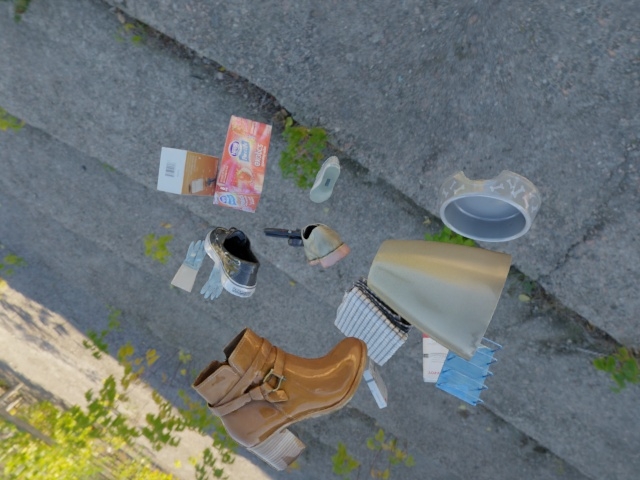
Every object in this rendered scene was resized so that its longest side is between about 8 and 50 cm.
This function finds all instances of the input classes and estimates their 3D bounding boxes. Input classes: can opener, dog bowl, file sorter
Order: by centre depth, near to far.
[{"bbox_3d":[0.418,0.354,1.146,0.118,0.170,0.104,24,161,12],"label":"file sorter"},{"bbox_3d":[0.592,-0.113,1.469,0.349,0.102,0.349,18,155,9],"label":"dog bowl"},{"bbox_3d":[-0.148,-0.025,1.688,0.186,0.073,0.059,13,145,10],"label":"can opener"}]

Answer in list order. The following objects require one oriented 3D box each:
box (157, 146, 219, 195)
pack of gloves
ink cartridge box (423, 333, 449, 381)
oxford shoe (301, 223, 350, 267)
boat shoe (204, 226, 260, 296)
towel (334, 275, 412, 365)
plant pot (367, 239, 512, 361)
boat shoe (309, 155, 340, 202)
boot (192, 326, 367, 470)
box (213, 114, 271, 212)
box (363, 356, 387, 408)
[{"bbox_3d":[-0.404,-0.209,1.265,0.091,0.170,0.130,12,99,19],"label":"box"},{"bbox_3d":[-0.481,0.123,1.697,0.195,0.232,0.046,27,149,-17],"label":"pack of gloves"},{"bbox_3d":[0.561,0.530,1.883,0.172,0.237,0.100,-1,151,14],"label":"ink cartridge box"},{"bbox_3d":[0.000,0.000,1.473,0.140,0.397,0.146,-35,96,-12],"label":"oxford shoe"},{"bbox_3d":[-0.162,0.016,0.766,0.080,0.228,0.076,17,107,-27],"label":"boat shoe"},{"bbox_3d":[0.173,0.261,1.330,0.235,0.121,0.283,41,151,18],"label":"towel"},{"bbox_3d":[0.259,0.104,0.958,0.274,0.256,0.256,22,125,19],"label":"plant pot"},{"bbox_3d":[0.022,-0.241,1.619,0.079,0.081,0.227,18,142,-13],"label":"boat shoe"},{"bbox_3d":[-0.062,0.228,0.730,0.220,0.283,0.109,50,163,-13],"label":"boot"},{"bbox_3d":[-0.273,-0.270,1.439,0.154,0.300,0.142,12,151,-14],"label":"box"},{"bbox_3d":[0.243,0.626,1.825,0.038,0.145,0.186,-27,95,13],"label":"box"}]
